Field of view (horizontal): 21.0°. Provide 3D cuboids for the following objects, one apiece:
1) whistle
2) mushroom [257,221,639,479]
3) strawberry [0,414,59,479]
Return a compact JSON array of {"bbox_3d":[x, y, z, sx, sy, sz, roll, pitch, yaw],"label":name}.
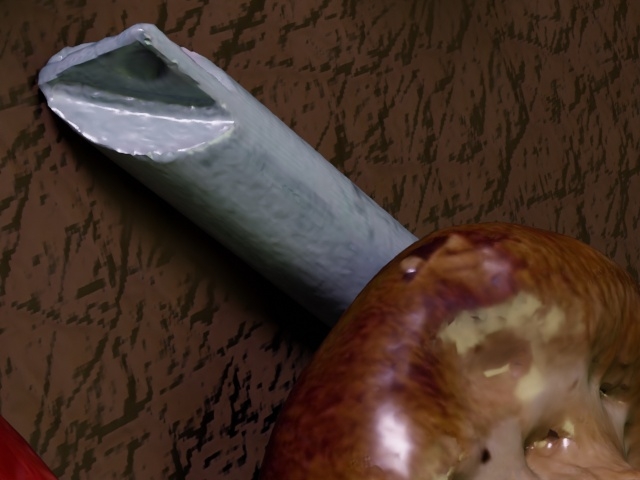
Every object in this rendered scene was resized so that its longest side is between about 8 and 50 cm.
[{"bbox_3d":[0.000,0.000,0.780,0.312,0.062,0.062,39,55,-40],"label":"whistle"},{"bbox_3d":[0.092,0.149,0.744,0.267,0.254,0.267,-33,150,-22],"label":"mushroom"},{"bbox_3d":[-0.165,0.142,0.445,0.220,0.274,0.274,94,17,-54],"label":"strawberry"}]
